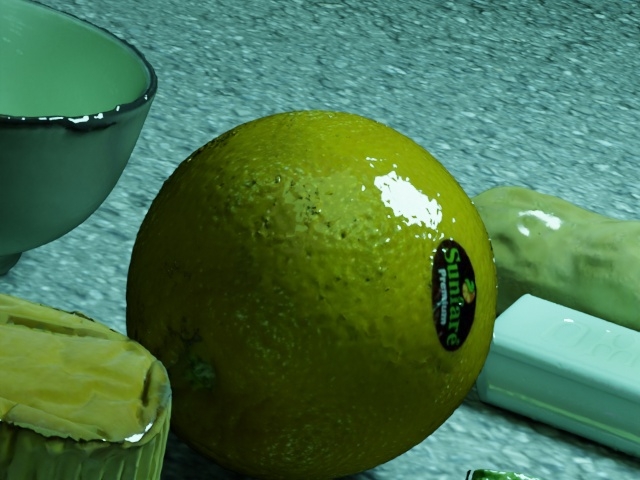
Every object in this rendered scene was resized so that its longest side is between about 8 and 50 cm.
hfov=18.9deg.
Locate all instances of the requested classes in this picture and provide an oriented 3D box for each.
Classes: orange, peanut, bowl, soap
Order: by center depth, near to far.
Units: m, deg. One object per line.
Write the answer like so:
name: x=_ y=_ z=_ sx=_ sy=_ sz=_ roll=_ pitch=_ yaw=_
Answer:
orange: x=-0.010 y=0.040 z=1.363 sx=0.274 sy=0.274 sz=0.274 roll=10 pitch=21 yaw=-4
soap: x=0.234 y=0.116 z=1.564 sx=0.198 sy=0.066 sz=0.119 roll=19 pitch=20 yaw=19
bowl: x=-0.323 y=-0.082 z=1.602 sx=0.354 sy=0.185 sz=0.354 roll=10 pitch=21 yaw=-4
peanut: x=0.256 y=0.035 z=1.675 sx=0.319 sy=0.147 sz=0.147 roll=22 pitch=23 yaw=15

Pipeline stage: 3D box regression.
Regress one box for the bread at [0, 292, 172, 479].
bread: x=-0.241 y=0.125 z=1.163 sx=0.288 sy=0.156 sz=0.204 roll=13 pitch=19 yaw=-8

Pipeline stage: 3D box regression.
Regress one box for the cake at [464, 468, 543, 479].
cake: x=0.149 y=0.238 z=1.157 sx=0.099 sy=0.100 sz=0.235 roll=7 pitch=21 yaw=-12
